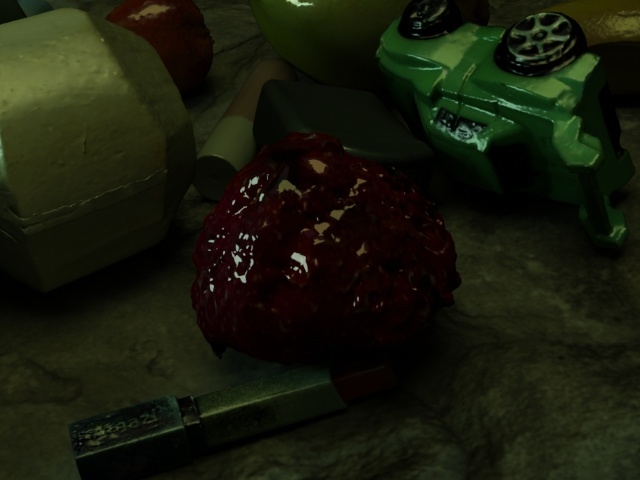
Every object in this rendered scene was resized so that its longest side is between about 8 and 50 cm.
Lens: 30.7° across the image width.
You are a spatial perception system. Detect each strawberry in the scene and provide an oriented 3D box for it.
[{"bbox_3d":[0.000,0.000,1.121,0.274,0.220,0.274,-5,24,2],"label":"strawberry"}]

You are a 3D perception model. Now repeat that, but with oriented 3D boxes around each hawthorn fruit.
[{"bbox_3d":[-0.293,-0.259,1.657,0.286,0.165,0.165,-15,34,5],"label":"hawthorn fruit"}]

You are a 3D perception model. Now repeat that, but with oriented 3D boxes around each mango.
[{"bbox_3d":[0.369,-0.258,1.524,0.262,0.129,0.167,-1,29,19],"label":"mango"}]

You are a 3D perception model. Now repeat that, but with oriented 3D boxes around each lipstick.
[{"bbox_3d":[-0.073,0.158,1.084,0.312,0.051,0.051,-15,35,-10],"label":"lipstick"},{"bbox_3d":[-0.095,-0.147,1.510,0.070,0.070,0.254,3,36,16],"label":"lipstick"}]

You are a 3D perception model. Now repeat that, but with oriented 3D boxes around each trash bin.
[{"bbox_3d":[0.024,-0.104,1.362,0.177,0.101,0.236,3,28,-20],"label":"trash bin"}]

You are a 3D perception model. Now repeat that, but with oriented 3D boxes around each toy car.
[{"bbox_3d":[0.210,-0.139,1.324,0.359,0.213,0.176,21,65,37],"label":"toy car"}]

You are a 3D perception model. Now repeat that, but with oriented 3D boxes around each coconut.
[{"bbox_3d":[-0.312,-0.102,1.305,0.323,0.322,0.323,-6,35,4],"label":"coconut"}]

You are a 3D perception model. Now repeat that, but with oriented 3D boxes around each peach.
[{"bbox_3d":[0.062,-0.353,1.593,0.314,0.281,0.315,-20,45,-26],"label":"peach"}]

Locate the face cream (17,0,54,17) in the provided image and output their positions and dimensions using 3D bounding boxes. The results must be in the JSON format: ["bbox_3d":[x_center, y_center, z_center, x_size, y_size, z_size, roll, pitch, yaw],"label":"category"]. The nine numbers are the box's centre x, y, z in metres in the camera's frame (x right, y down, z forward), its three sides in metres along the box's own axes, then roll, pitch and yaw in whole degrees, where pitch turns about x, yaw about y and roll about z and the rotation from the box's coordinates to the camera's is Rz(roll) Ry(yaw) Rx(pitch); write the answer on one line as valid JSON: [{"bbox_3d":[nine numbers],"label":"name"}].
[{"bbox_3d":[-0.490,-0.292,1.797,0.077,0.077,0.250,3,36,16],"label":"face cream"}]

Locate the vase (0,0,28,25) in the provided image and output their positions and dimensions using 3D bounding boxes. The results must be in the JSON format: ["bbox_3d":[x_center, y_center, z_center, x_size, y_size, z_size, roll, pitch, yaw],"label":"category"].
[{"bbox_3d":[-0.477,-0.256,1.503,0.245,0.291,0.245,-6,59,10],"label":"vase"}]
